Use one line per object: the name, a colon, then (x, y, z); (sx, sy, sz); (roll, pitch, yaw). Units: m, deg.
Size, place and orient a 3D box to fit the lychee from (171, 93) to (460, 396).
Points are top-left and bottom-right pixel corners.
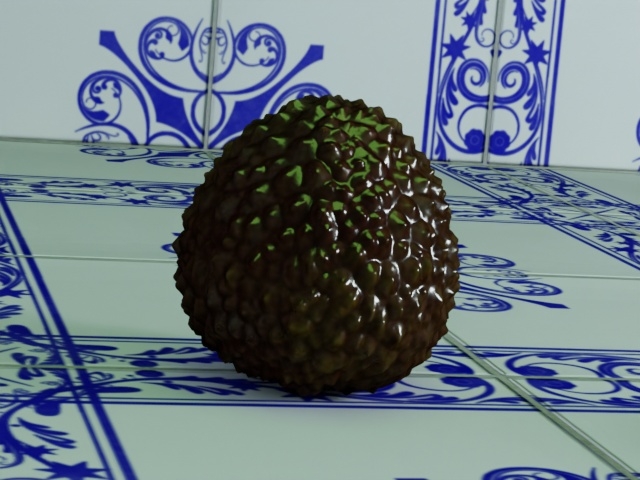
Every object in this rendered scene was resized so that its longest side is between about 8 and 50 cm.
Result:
lychee: (0.000, 0.000, 1.607); (0.267, 0.268, 0.267); (5, 10, -1)
